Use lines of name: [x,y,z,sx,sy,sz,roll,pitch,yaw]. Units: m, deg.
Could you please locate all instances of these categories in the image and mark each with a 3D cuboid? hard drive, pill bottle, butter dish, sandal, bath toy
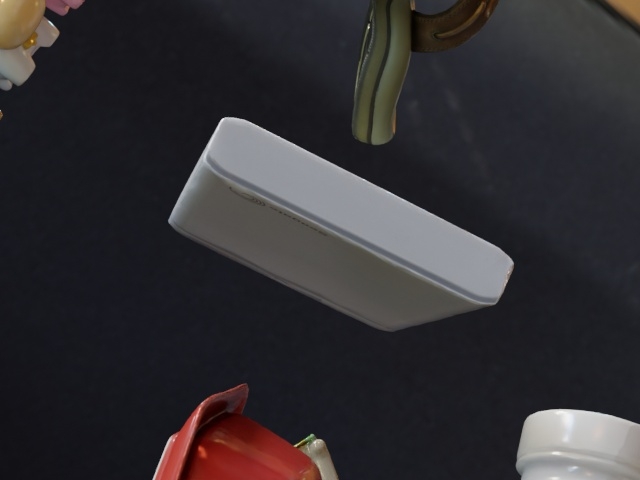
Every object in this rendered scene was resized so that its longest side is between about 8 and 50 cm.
hard drive: [0.000,0.000,1.305,0.233,0.047,0.353,26,-10,-6]
pill bottle: [0.208,0.314,1.381,0.176,0.176,0.318,30,64,-35]
butter dish: [-0.041,0.175,0.931,0.118,0.160,0.160,21,1,7]
sandal: [0.081,-0.176,1.107,0.086,0.303,0.120,13,58,-1]
bath toy: [-0.274,-0.269,1.538,0.129,0.348,0.151,39,-24,-18]

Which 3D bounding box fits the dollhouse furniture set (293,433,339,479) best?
dollhouse furniture set: [-0.041,0.425,2.047,0.151,0.198,0.301,95,-24,-75]
